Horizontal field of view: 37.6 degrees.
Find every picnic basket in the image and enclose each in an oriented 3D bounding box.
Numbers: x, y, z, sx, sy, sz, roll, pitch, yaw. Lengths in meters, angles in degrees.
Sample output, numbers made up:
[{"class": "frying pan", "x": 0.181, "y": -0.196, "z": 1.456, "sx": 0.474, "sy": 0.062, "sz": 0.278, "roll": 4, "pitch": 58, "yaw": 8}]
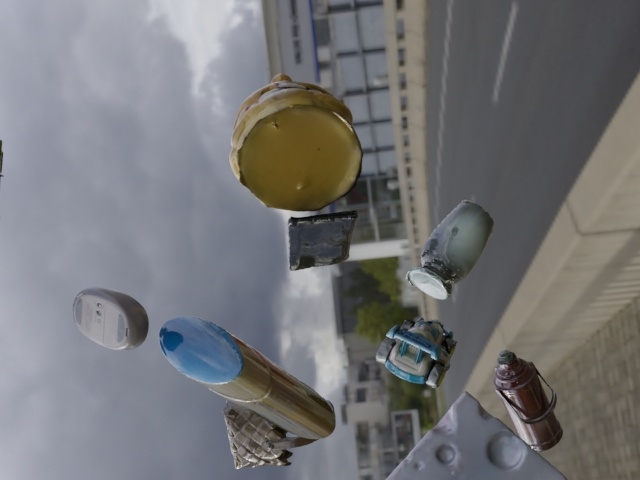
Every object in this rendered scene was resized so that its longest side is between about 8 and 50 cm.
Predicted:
[{"class": "picnic basket", "x": -0.063, "y": 0.302, "z": 1.554, "sx": 0.128, "sy": 0.178, "sz": 0.138, "roll": -93, "pitch": -5, "yaw": -63}]

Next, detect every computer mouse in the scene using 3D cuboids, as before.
[{"class": "computer mouse", "x": -0.231, "y": 0.086, "z": 1.053, "sx": 0.039, "sy": 0.096, "sz": 0.066, "roll": -22, "pitch": -55, "yaw": -56}]

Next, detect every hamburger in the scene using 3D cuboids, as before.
[{"class": "hamburger", "x": -0.060, "y": -0.214, "z": 1.949, "sx": 0.237, "sy": 0.276, "sz": 0.276, "roll": -109, "pitch": 8, "yaw": -55}]

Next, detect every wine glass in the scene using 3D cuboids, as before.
[{"class": "wine glass", "x": 0.272, "y": 0.020, "z": 1.934, "sx": 0.204, "sy": 0.111, "sz": 0.111, "roll": -51, "pitch": -25, "yaw": -22}]

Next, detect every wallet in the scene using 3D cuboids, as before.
[{"class": "wallet", "x": 0.000, "y": 0.001, "z": 2.034, "sx": 0.285, "sy": 0.146, "sz": 0.030, "roll": 95, "pitch": 164, "yaw": -69}]

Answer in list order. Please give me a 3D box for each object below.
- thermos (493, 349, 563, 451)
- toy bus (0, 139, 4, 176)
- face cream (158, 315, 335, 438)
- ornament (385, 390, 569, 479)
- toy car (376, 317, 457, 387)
[{"class": "thermos", "x": 0.416, "y": 0.320, "z": 1.943, "sx": 0.232, "sy": 0.099, "sz": 0.124, "roll": 62, "pitch": 165, "yaw": -23}, {"class": "toy bus", "x": -0.672, "y": -0.094, "z": 1.818, "sx": 0.301, "sy": 0.113, "sz": 0.139, "roll": 137, "pitch": 133, "yaw": -63}, {"class": "face cream", "x": -0.085, "y": 0.164, "z": 1.115, "sx": 0.067, "sy": 0.139, "sz": 0.285, "roll": -60, "pitch": -30, "yaw": -9}, {"class": "ornament", "x": 0.243, "y": 0.433, "z": 1.526, "sx": 0.239, "sy": 0.240, "sz": 0.240, "roll": 40, "pitch": 166, "yaw": 18}, {"class": "toy car", "x": 0.187, "y": 0.178, "z": 1.684, "sx": 0.161, "sy": 0.126, "sz": 0.098, "roll": -44, "pitch": -27, "yaw": -45}]
